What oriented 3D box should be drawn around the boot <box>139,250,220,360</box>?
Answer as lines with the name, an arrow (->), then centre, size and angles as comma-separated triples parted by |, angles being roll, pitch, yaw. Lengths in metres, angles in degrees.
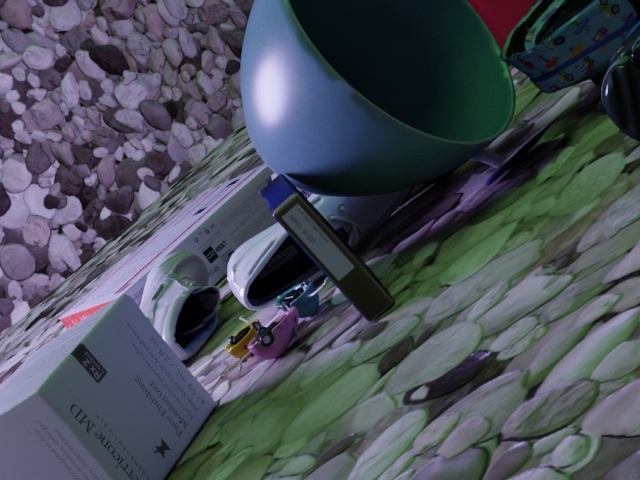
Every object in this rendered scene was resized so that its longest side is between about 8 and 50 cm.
boot -> -0.168, 0.085, 1.713 | 0.123, 0.095, 0.258 | -25, 24, 30

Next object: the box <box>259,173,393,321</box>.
box -> 0.000, 0.000, 1.336 | 0.036, 0.136, 0.225 | -42, 11, 0

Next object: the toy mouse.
toy mouse -> -0.037, 0.085, 1.391 | 0.143, 0.031, 0.161 | -35, 11, 20

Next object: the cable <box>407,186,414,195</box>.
cable -> 0.067, -0.092, 1.632 | 0.184, 0.047, 0.151 | -35, 31, 36

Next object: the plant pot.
plant pot -> 0.029, -0.158, 1.414 | 0.195, 0.290, 0.290 | -45, 4, 38

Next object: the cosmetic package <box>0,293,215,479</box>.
cosmetic package -> -0.229, 0.179, 1.306 | 0.151, 0.151, 0.184 | -31, 14, 31

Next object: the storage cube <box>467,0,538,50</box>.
storage cube -> 0.218, -0.345, 1.919 | 0.183, 0.193, 0.215 | -36, 12, 14

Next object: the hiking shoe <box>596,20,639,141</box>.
hiking shoe -> 0.350, -0.207, 1.112 | 0.304, 0.113, 0.132 | -36, 12, 11

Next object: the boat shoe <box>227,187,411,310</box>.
boat shoe -> 0.011, -0.009, 1.517 | 0.258, 0.095, 0.084 | -42, 24, 3

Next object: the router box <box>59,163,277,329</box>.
router box -> -0.212, 0.028, 2.071 | 0.335, 0.082, 0.301 | -43, 12, -25

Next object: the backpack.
backpack -> 0.276, -0.211, 1.366 | 0.173, 0.117, 0.158 | -41, 11, -16

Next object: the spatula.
spatula -> 0.167, -0.085, 1.433 | 0.084, 0.030, 0.296 | -40, 10, -16

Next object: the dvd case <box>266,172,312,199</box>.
dvd case -> 0.021, -0.109, 1.655 | 0.221, 0.018, 0.164 | -46, 28, 15
